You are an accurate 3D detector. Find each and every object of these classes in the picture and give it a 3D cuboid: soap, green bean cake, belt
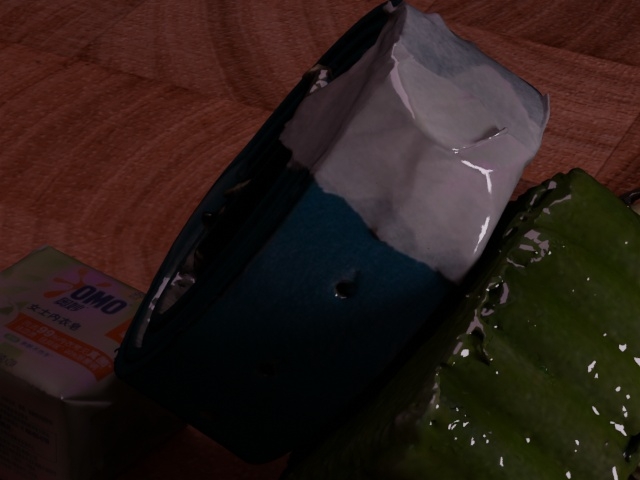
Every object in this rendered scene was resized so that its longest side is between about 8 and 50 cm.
[{"bbox_3d":[-0.240,0.121,1.799,0.199,0.138,0.182,23,37,30],"label":"soap"},{"bbox_3d":[0.137,0.144,1.545,0.218,0.319,0.335,37,63,-7],"label":"green bean cake"},{"bbox_3d":[0.000,0.001,1.596,0.173,0.436,0.300,30,44,-10],"label":"belt"}]

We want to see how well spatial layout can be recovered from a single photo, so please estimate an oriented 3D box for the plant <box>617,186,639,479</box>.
[{"bbox_3d":[0.259,0.058,1.831,0.306,0.261,0.297,20,34,4],"label":"plant"}]
